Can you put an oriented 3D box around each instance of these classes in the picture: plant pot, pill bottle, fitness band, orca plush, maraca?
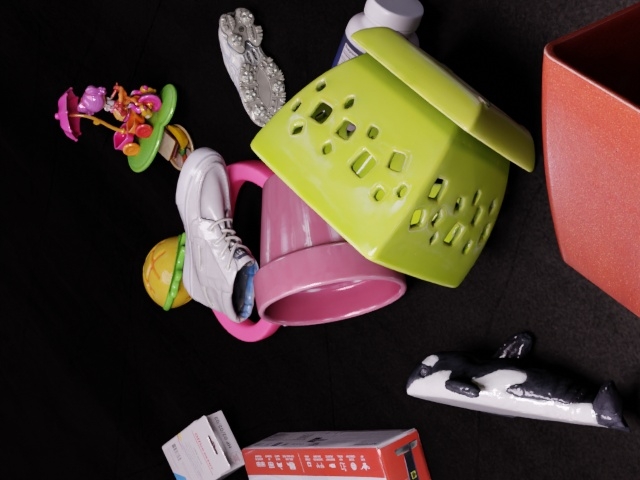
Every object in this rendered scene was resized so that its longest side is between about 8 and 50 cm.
[{"bbox_3d":[0.099,-0.102,1.296,0.228,0.227,0.207,45,103,30],"label":"plant pot"},{"bbox_3d":[0.067,-0.225,1.407,0.094,0.094,0.169,47,134,28],"label":"pill bottle"},{"bbox_3d":[0.362,-0.055,1.020,0.267,0.267,0.236,40,143,33],"label":"plant pot"},{"bbox_3d":[0.000,0.000,1.506,0.201,0.201,0.180,-34,62,49],"label":"plant pot"},{"bbox_3d":[-0.106,0.019,1.730,0.209,0.054,0.291,37,128,36],"label":"fitness band"},{"bbox_3d":[0.234,0.154,1.351,0.287,0.151,0.102,-3,70,53],"label":"orca plush"},{"bbox_3d":[-0.236,0.049,1.833,0.185,0.099,0.127,147,131,-74],"label":"maraca"}]

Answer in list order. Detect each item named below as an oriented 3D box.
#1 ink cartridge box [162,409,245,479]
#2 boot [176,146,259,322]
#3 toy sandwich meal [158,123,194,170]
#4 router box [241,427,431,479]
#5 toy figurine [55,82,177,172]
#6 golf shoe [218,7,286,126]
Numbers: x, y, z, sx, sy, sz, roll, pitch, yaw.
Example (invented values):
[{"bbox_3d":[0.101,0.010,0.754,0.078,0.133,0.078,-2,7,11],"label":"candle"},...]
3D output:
[{"bbox_3d":[-0.194,0.365,1.952,0.181,0.061,0.104,-41,73,49],"label":"ink cartridge box"},{"bbox_3d":[-0.139,-0.004,1.666,0.123,0.095,0.258,29,132,36],"label":"boot"},{"bbox_3d":[-0.238,-0.152,1.837,0.085,0.029,0.086,21,119,44],"label":"toy sandwich meal"},{"bbox_3d":[0.046,0.438,1.683,0.335,0.082,0.301,-15,92,50],"label":"router box"},{"bbox_3d":[-0.338,-0.203,1.807,0.173,0.159,0.130,-45,43,39],"label":"toy figurine"},{"bbox_3d":[-0.102,-0.244,1.636,0.086,0.069,0.176,155,99,-70],"label":"golf shoe"}]
